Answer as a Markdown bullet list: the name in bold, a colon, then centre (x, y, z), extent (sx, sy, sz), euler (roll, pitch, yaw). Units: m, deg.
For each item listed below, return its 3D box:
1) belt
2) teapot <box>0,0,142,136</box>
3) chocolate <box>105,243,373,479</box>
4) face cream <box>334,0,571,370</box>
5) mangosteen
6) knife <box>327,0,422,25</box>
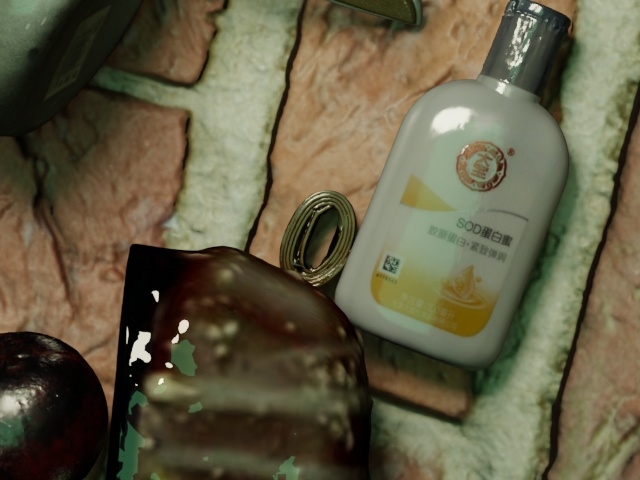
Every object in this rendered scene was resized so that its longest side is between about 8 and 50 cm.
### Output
- **belt**: centre (0.000, 0.000, 1.602), extent (0.059, 0.036, 0.083), euler (24, 92, 1)
- **teapot**: centre (-0.300, -0.224, 1.579), extent (0.285, 0.305, 0.223), euler (36, 60, 5)
- **chocolate**: centre (-0.059, 0.176, 1.520), extent (0.210, 0.225, 0.340), euler (5, 90, -5)
- **face cream**: centre (0.123, -0.049, 1.568), extent (0.144, 0.071, 0.291), euler (23, 91, 0)
- **mangosteen**: centre (-0.241, 0.150, 1.581), extent (0.152, 0.152, 0.152), euler (0, 89, 7)
- **knife**: centre (-0.052, -0.237, 1.521), extent (0.343, 0.061, 0.027), euler (20, 49, -28)
